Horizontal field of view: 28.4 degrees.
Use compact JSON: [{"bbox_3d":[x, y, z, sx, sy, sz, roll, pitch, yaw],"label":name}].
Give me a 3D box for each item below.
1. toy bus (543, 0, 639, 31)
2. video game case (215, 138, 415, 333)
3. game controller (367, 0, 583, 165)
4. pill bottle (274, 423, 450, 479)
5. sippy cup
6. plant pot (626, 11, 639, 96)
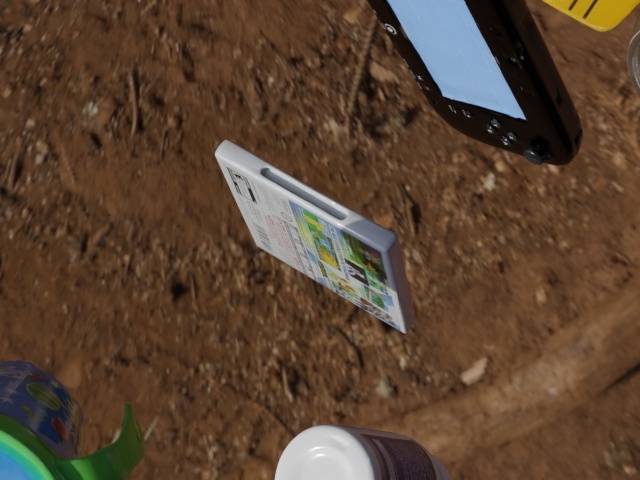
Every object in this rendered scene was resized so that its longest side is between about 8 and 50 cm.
[{"bbox_3d":[0.387,-0.408,1.463,0.130,0.108,0.332,28,116,-6],"label":"toy bus"},{"bbox_3d":[0.000,0.000,1.892,0.300,0.329,0.036,30,73,20],"label":"video game case"},{"bbox_3d":[0.116,-0.178,1.081,0.067,0.166,0.319,-60,139,-20],"label":"game controller"},{"bbox_3d":[0.044,0.205,1.052,0.094,0.094,0.169,-52,149,11],"label":"pill bottle"},{"bbox_3d":[-0.354,0.244,1.349,0.305,0.224,0.240,19,109,-3],"label":"sippy cup"},{"bbox_3d":[0.317,-0.174,0.852,0.230,0.215,0.215,-45,110,-21],"label":"plant pot"}]
